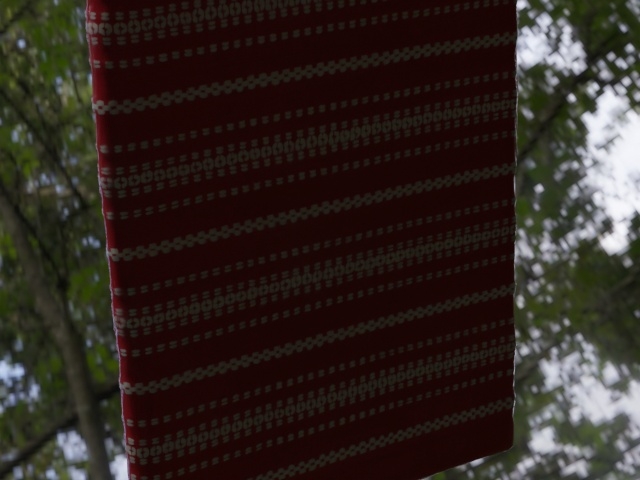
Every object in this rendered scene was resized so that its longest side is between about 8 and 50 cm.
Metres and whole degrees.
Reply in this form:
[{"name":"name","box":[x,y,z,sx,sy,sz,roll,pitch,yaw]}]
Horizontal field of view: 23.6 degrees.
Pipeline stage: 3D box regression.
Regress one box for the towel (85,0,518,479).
[{"name":"towel","box":[0.000,0.000,0.655,0.199,0.031,0.274,-15,-64,-28]}]
